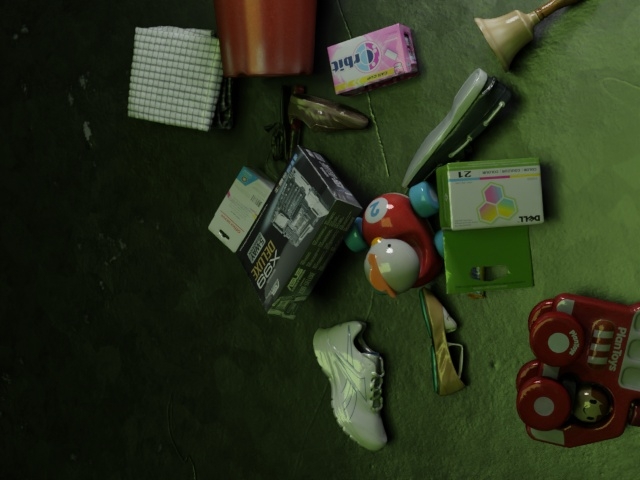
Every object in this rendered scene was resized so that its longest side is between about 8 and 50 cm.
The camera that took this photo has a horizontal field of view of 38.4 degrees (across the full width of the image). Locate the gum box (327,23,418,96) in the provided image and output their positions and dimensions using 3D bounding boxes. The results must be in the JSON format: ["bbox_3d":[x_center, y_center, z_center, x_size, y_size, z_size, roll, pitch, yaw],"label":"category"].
[{"bbox_3d":[0.117,-0.388,1.985,0.188,0.062,0.107,-13,86,30],"label":"gum box"}]

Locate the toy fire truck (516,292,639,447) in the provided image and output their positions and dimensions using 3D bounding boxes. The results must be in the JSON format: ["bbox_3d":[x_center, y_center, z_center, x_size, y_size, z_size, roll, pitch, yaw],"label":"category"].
[{"bbox_3d":[0.509,0.251,1.740,0.254,0.169,0.302,11,99,11],"label":"toy fire truck"}]

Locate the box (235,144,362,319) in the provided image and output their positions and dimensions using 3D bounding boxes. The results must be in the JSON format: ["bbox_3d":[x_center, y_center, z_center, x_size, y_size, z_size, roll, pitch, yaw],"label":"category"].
[{"bbox_3d":[-0.055,-0.018,2.024,0.307,0.076,0.242,-58,35,20],"label":"box"}]

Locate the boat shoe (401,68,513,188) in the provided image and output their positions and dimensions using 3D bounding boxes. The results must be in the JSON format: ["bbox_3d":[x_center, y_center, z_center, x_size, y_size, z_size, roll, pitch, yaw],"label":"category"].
[{"bbox_3d":[0.274,-0.206,1.877,0.091,0.114,0.302,30,127,-8],"label":"boat shoe"}]

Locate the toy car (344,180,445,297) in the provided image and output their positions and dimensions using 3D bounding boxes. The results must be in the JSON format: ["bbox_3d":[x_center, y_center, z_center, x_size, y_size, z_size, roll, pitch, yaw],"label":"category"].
[{"bbox_3d":[0.143,0.024,1.866,0.219,0.238,0.210,-28,96,29],"label":"toy car"}]

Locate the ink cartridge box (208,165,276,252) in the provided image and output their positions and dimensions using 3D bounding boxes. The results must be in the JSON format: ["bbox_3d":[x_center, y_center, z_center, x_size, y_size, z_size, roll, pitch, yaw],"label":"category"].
[{"bbox_3d":[-0.175,-0.072,2.166,0.104,0.061,0.181,42,110,23],"label":"ink cartridge box"}]

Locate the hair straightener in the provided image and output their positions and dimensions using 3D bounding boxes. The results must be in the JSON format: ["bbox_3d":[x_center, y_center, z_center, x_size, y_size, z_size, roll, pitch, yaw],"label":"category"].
[{"bbox_3d":[-0.086,-0.245,2.126,0.089,0.047,0.230,7,100,30],"label":"hair straightener"}]

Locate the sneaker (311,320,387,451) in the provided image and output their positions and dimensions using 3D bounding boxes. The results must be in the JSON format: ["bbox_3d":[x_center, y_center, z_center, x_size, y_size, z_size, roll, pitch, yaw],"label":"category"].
[{"bbox_3d":[0.084,0.314,2.009,0.129,0.111,0.297,-26,80,22],"label":"sneaker"}]

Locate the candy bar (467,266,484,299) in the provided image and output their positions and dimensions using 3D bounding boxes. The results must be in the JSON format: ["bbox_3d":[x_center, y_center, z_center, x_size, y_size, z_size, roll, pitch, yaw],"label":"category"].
[{"bbox_3d":[0.325,0.044,1.907,0.040,0.018,0.161,2,92,30],"label":"candy bar"}]

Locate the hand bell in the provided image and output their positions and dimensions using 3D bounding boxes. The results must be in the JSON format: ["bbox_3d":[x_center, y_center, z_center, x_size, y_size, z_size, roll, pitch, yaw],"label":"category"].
[{"bbox_3d":[0.436,-0.445,1.794,0.242,0.126,0.126,-30,77,14],"label":"hand bell"}]

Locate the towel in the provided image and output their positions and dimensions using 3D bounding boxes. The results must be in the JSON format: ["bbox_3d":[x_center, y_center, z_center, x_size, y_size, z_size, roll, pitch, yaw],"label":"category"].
[{"bbox_3d":[-0.326,-0.389,2.213,0.284,0.121,0.235,13,96,31],"label":"towel"}]

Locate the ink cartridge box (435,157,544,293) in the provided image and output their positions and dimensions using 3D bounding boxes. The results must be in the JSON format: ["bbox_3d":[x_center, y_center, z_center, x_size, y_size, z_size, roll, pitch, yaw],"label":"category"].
[{"bbox_3d":[0.337,-0.027,1.805,0.189,0.097,0.255,-5,90,-6],"label":"ink cartridge box"}]

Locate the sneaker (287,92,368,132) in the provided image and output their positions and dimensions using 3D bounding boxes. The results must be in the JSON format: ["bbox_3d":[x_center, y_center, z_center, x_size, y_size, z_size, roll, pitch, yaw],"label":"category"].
[{"bbox_3d":[0.016,-0.270,2.047,0.188,0.066,0.071,22,117,17],"label":"sneaker"}]

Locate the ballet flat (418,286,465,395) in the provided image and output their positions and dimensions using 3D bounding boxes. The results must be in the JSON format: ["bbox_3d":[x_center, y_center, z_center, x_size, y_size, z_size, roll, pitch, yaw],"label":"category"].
[{"bbox_3d":[0.259,0.208,1.932,0.073,0.080,0.232,-9,90,2],"label":"ballet flat"}]

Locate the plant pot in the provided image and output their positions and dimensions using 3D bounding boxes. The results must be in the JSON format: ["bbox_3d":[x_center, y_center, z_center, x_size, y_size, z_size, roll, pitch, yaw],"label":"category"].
[{"bbox_3d":[-0.119,-0.493,2.020,0.272,0.272,0.265,4,102,30],"label":"plant pot"}]
